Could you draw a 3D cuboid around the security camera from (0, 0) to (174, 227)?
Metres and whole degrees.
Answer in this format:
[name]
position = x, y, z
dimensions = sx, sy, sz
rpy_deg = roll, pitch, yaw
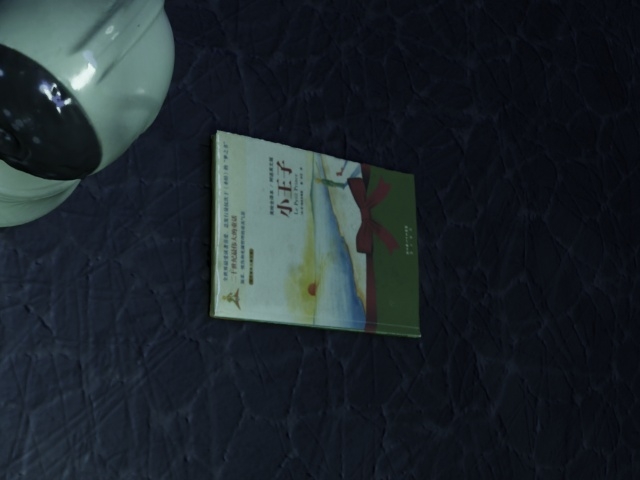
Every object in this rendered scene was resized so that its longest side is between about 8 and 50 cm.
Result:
[security camera]
position = -0.231, -0.125, 0.963
dimensions = 0.197, 0.277, 0.191
rpy_deg = 51, 52, -19

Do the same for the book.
[book]
position = 0.000, 0.000, 1.287
dimensions = 0.289, 0.026, 0.201
rpy_deg = 8, 76, -39
